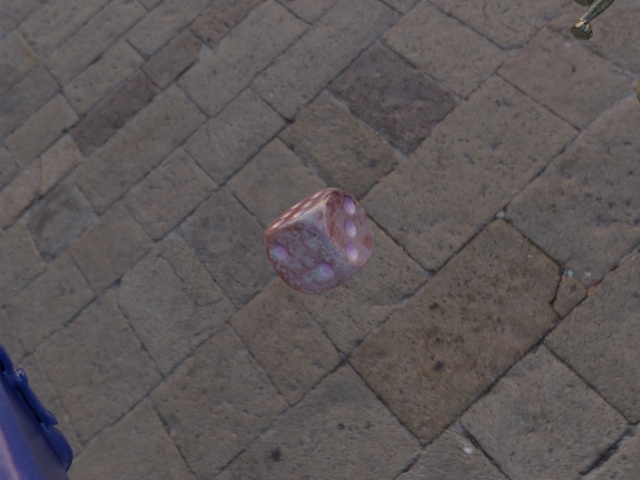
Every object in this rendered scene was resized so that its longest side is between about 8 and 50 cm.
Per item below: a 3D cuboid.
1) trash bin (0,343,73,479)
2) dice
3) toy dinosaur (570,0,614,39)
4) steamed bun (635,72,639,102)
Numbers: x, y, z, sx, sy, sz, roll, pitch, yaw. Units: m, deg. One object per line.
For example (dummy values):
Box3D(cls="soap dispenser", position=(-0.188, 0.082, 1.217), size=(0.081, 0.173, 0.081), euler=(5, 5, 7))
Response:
Box3D(cls="trash bin", position=(-0.237, 0.195, 0.376), size=(0.162, 0.184, 0.234), euler=(-35, 33, -30))
Box3D(cls="dice", position=(0.000, 0.000, 0.637), size=(0.094, 0.091, 0.093), euler=(-25, 15, 37))
Box3D(cls="toy dinosaur", position=(0.343, -0.320, 0.607), size=(0.200, 0.072, 0.251), euler=(-47, 17, 15))
Box3D(cls="steamed bun", position=(0.466, -0.227, 0.661), size=(0.212, 0.110, 0.231), euler=(-33, 12, -37))
